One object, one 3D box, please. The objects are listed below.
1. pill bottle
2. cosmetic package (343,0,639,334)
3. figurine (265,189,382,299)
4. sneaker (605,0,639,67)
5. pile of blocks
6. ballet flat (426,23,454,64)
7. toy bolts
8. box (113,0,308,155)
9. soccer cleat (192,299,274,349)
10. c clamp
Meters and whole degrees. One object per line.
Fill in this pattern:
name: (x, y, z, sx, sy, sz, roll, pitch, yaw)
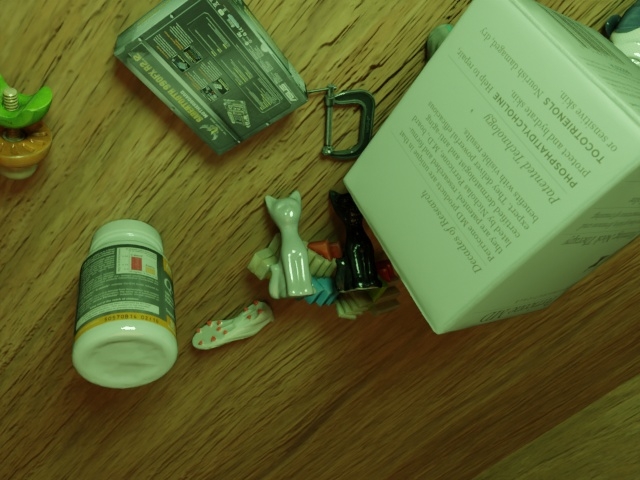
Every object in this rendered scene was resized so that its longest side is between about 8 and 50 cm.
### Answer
pill bottle: (-0.337, 0.100, 0.946, 0.162, 0.278, 0.162, -9, 134, -10)
cosmetic package: (0.317, -0.110, 0.860, 0.330, 0.327, 0.393, -4, 143, -40)
figurine: (0.000, 0.000, 1.046, 0.215, 0.209, 0.092, -5, 172, -15)
sneaker: (0.630, -0.296, 0.969, 0.323, 0.130, 0.236, 30, 98, -28)
pile of blocks: (0.037, 0.068, 1.136, 0.362, 0.149, 0.112, 13, 127, -28)
ballet flat: (0.214, -0.262, 0.941, 0.072, 0.068, 0.213, -15, 135, -5)
toy bolts: (-0.512, -0.134, 0.740, 0.229, 0.218, 0.158, 18, 132, -10)
box: (-0.155, -0.255, 0.814, 0.183, 0.056, 0.231, -27, 135, 20)
soccer cleat: (-0.197, 0.206, 1.247, 0.196, 0.068, 0.076, -26, 138, 2)
c clamp: (0.033, -0.209, 0.967, 0.137, 0.022, 0.160, -16, 134, -11)
